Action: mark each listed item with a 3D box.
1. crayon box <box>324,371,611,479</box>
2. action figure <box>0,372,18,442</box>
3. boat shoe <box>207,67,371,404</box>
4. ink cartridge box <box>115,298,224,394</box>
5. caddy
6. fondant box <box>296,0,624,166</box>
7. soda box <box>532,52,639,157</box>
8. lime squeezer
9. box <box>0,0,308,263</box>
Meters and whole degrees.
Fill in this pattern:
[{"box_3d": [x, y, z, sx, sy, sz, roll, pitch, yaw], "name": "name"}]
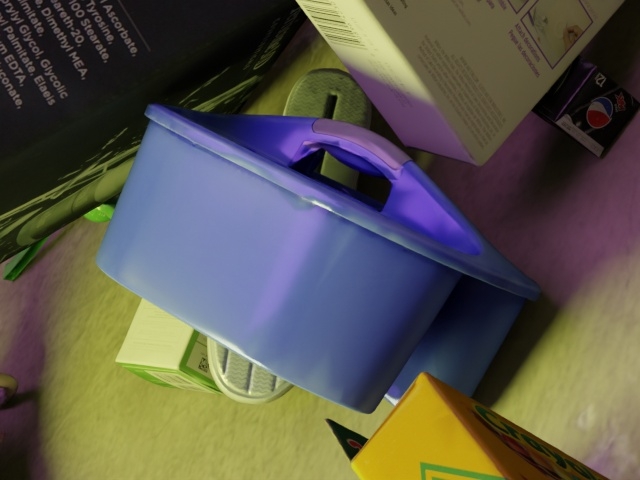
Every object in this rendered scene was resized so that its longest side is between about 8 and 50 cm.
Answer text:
[{"box_3d": [0.146, 0.195, 1.062, 0.081, 0.202, 0.318, -53, 34, 9], "name": "crayon box"}, {"box_3d": [-0.478, 0.157, 1.744, 0.248, 0.370, 0.276, -29, 32, 53], "name": "action figure"}, {"box_3d": [-0.018, 0.001, 1.558, 0.094, 0.109, 0.302, 98, -171, -74], "name": "boat shoe"}, {"box_3d": [-0.099, 0.031, 1.654, 0.109, 0.062, 0.209, 1, 65, 54], "name": "ink cartridge box"}, {"box_3d": [0.000, 0.000, 1.351, 0.341, 0.241, 0.179, 28, 95, 35], "name": "caddy"}, {"box_3d": [0.130, -0.254, 1.326, 0.330, 0.238, 0.096, -48, 33, -14], "name": "fondant box"}, {"box_3d": [0.173, -0.127, 1.413, 0.053, 0.060, 0.169, -53, 33, 6], "name": "soda box"}, {"box_3d": [-0.255, -0.021, 1.916, 0.310, 0.059, 0.110, -4, 61, 51], "name": "lime squeezer"}, {"box_3d": [-0.302, -0.157, 1.541, 0.471, 0.297, 0.480, -33, -2, -18], "name": "box"}]
